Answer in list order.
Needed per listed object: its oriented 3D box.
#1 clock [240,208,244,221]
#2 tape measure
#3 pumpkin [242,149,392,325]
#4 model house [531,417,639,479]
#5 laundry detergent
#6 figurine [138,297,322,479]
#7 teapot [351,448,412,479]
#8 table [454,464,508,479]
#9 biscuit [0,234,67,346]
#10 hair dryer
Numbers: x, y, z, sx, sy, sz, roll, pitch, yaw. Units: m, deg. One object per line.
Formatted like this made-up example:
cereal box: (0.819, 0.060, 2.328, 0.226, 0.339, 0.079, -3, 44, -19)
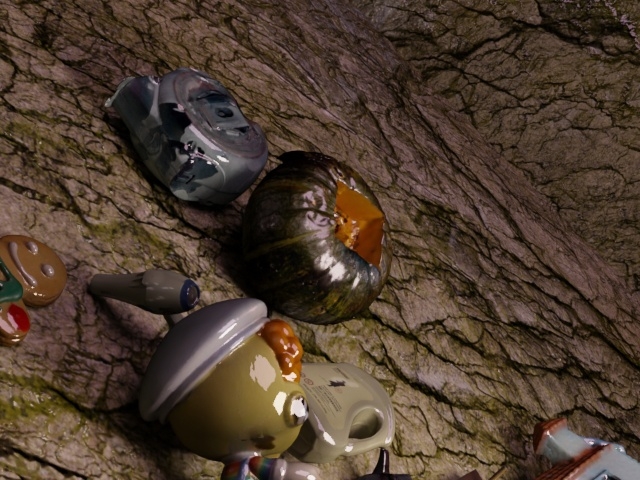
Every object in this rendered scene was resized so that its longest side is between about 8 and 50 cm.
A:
clock: (-0.103, -0.017, 1.658, 0.135, 0.041, 0.101, 15, 41, -47)
tape measure: (-0.223, -0.191, 1.601, 0.256, 0.147, 0.275, 55, 28, 12)
pumpkin: (0.000, 0.000, 1.562, 0.320, 0.192, 0.321, 28, 53, -46)
model house: (0.498, 0.515, 1.682, 0.294, 0.252, 0.329, -21, 45, -38)
laundry detergent: (0.029, 0.265, 1.381, 0.253, 0.091, 0.181, 3, 32, -50)
figurine: (-0.104, 0.252, 1.093, 0.205, 0.224, 0.382, 14, 42, -43)
teapot: (0.117, 0.408, 1.349, 0.087, 0.096, 0.177, 17, 40, -46)
table: (0.256, 0.457, 1.472, 0.240, 0.111, 0.122, -1, 55, -56)
biscuit: (-0.433, 0.047, 1.081, 0.197, 0.049, 0.301, 56, 27, 12)
hair dryer: (-0.243, 0.107, 1.262, 0.167, 0.199, 0.067, 16, 52, 15)
